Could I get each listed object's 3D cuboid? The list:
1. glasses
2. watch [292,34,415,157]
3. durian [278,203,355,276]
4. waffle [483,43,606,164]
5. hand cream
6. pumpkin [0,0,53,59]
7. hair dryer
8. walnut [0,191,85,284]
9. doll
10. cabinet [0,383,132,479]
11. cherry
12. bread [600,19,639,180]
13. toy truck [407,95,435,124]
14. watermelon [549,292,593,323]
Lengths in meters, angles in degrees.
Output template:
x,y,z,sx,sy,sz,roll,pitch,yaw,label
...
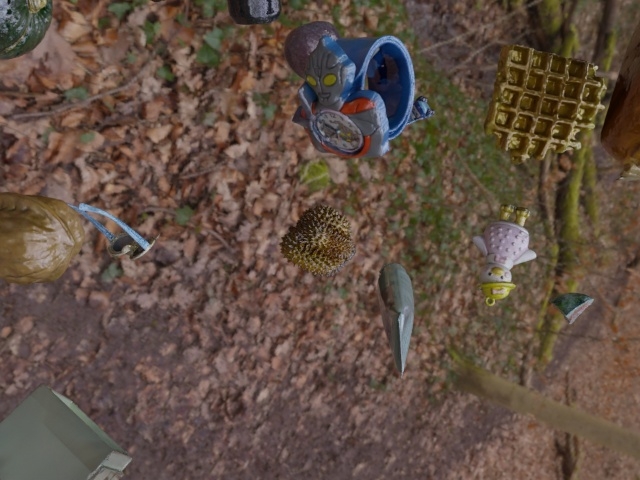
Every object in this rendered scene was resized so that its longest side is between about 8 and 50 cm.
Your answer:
x,y,z,sx,sy,sz,roll,pitch,yaw,label
-0.535,-0.020,1.654,0.220,0.190,0.088,27,78,-43,glasses
0.081,-0.365,1.536,0.274,0.241,0.305,-52,138,-31,watch
0.000,0.000,1.494,0.168,0.137,0.158,26,83,-14,durian
0.436,-0.249,1.311,0.057,0.229,0.219,-115,-143,-77,waffle
0.119,0.100,1.015,0.331,0.058,0.085,-81,171,-77,hand cream
-0.464,-0.350,0.959,0.146,0.190,0.190,3,110,-12,pumpkin
-0.200,-0.436,1.142,0.352,0.107,0.189,-39,133,-43,hair dryer
-0.238,-0.002,0.541,0.079,0.096,0.082,-56,146,-55,walnut
0.357,0.030,1.328,0.081,0.129,0.207,63,44,-77,doll
-0.382,0.327,0.900,0.206,0.150,0.145,-47,169,-19,cabinet
-0.019,-0.527,1.880,0.176,0.176,0.140,-61,-171,-13,cherry
0.580,-0.288,1.087,0.236,0.183,0.388,128,-17,-68,bread
0.252,-0.336,1.781,0.090,0.056,0.073,-33,174,19,toy truck
0.501,0.136,1.333,0.085,0.085,0.061,-24,114,-49,watermelon
